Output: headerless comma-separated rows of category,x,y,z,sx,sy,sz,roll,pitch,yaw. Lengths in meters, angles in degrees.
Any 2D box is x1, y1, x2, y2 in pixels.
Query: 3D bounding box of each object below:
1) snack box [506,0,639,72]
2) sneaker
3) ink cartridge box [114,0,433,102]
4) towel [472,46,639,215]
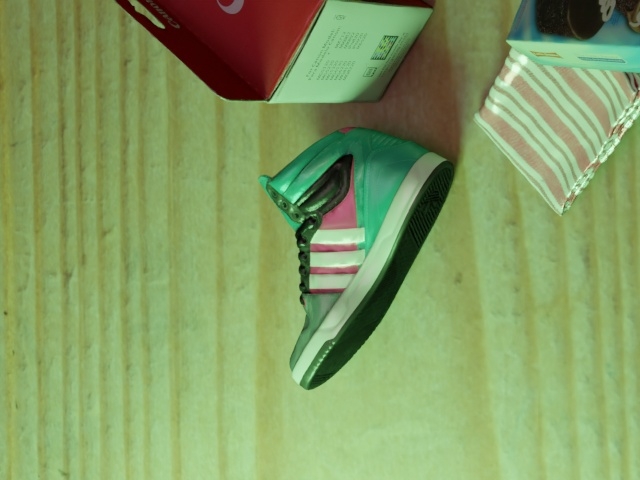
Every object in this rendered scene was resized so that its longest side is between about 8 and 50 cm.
snack box,0.295,-0.299,1.055,0.187,0.060,0.322,15,81,51
sneaker,0.000,0.000,1.352,0.178,0.123,0.296,35,106,21
ink cartridge box,-0.086,-0.279,1.290,0.309,0.271,0.130,43,117,22
towel,0.225,-0.131,1.199,0.144,0.029,0.197,52,144,21
